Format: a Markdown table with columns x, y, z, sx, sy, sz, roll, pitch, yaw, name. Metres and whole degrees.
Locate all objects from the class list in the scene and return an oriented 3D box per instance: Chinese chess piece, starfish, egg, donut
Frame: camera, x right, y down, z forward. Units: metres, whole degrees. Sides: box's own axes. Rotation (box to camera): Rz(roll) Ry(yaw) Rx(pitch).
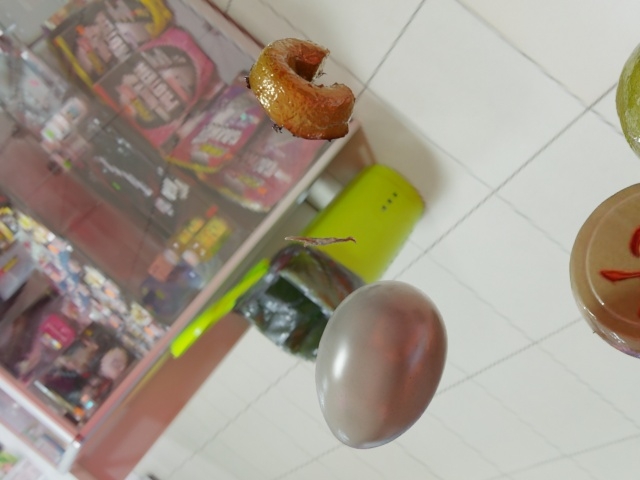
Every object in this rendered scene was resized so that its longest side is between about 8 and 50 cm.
| x | y | z | sx | sy | sz | roll | pitch | yaw | name |
| --- | --- | --- | --- | --- | --- | --- | --- | --- | --- |
| 0.454 | 0.037 | 1.185 | 0.251 | 0.250 | 0.097 | 13 | 168 | 38 | Chinese chess piece |
| 0.000 | 0.000 | 1.140 | 0.092 | 0.016 | 0.086 | 3 | 175 | 2 | starfish |
| 0.069 | 0.149 | 1.069 | 0.151 | 0.209 | 0.151 | 20 | -171 | -3 | egg |
| -0.030 | -0.230 | 1.320 | 0.078 | 0.146 | 0.181 | -58 | 41 | 45 | donut |

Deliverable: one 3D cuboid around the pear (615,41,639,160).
| x | y | z | sx | sy | sz | roll | pitch | yaw | name |
| --- | --- | --- | --- | --- | --- | --- | --- | --- | --- |
| 0.405 | -0.146 | 0.949 | 0.198 | 0.198 | 0.198 | 28 | 149 | 19 | pear |
